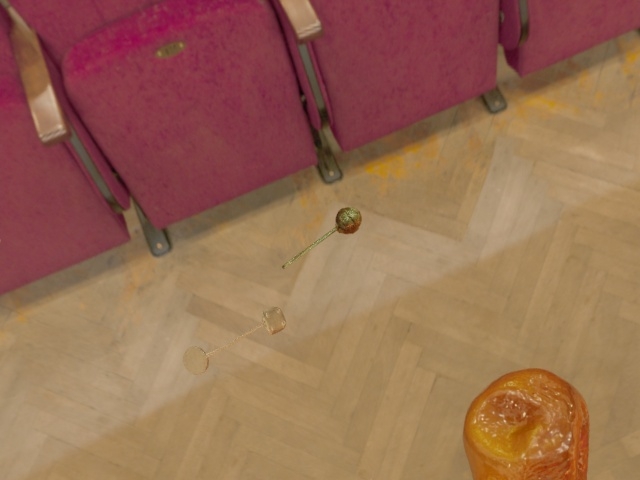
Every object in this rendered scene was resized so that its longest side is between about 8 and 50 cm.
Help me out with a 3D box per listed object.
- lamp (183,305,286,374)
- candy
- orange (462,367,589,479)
[{"bbox_3d":[-0.153,0.176,1.046,0.198,0.056,0.050,-29,86,19],"label":"lamp"},{"bbox_3d":[0.000,0.000,1.245,0.202,0.061,0.061,-36,69,11],"label":"candy"},{"bbox_3d":[0.325,0.332,0.958,0.183,0.249,0.249,3,67,30],"label":"orange"}]
